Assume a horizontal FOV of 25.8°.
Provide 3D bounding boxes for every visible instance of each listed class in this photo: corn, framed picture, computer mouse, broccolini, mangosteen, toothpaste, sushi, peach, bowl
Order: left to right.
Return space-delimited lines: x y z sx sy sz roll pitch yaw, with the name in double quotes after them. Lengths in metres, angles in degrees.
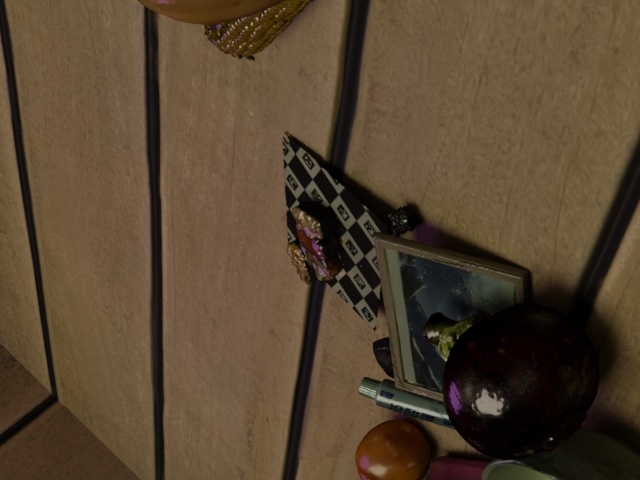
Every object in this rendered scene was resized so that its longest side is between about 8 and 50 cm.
-0.080 -0.346 1.967 0.115 0.115 0.318 53 151 -4 "corn"
0.000 0.000 2.277 0.264 0.050 0.290 45 153 29 "sushi"
0.107 0.005 2.177 0.044 0.042 0.218 46 153 10 "broccolini"
0.128 0.391 2.509 0.138 0.138 0.138 36 148 26 "peach"
0.165 0.207 2.316 0.172 0.057 0.099 32 147 7 "computer mouse"
0.204 0.284 2.293 0.297 0.048 0.075 17 146 18 "toothpaste"
0.210 0.141 2.143 0.247 0.022 0.335 15 137 26 "framed picture"
0.251 0.177 1.976 0.289 0.231 0.231 37 149 33 "mangosteen"
0.402 0.396 2.074 0.307 0.163 0.307 35 148 26 "bowl"

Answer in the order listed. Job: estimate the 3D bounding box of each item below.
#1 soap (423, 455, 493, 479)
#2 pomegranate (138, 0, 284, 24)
0.293 0.480 2.371 0.220 0.127 0.325 57 152 -10 "soap"
-0.127 -0.462 1.640 0.411 0.411 0.411 36 148 26 "pomegranate"
